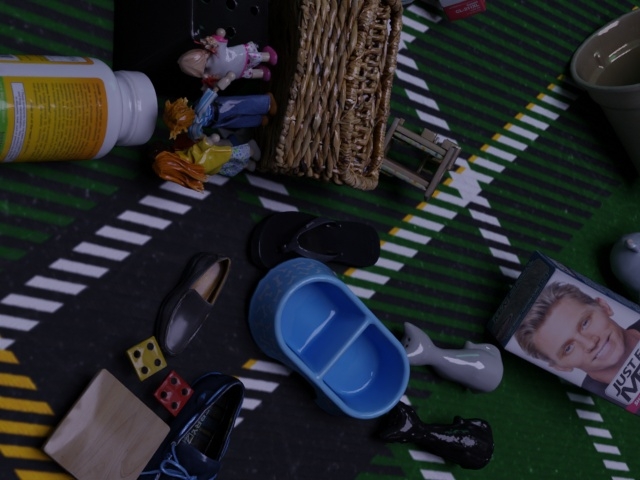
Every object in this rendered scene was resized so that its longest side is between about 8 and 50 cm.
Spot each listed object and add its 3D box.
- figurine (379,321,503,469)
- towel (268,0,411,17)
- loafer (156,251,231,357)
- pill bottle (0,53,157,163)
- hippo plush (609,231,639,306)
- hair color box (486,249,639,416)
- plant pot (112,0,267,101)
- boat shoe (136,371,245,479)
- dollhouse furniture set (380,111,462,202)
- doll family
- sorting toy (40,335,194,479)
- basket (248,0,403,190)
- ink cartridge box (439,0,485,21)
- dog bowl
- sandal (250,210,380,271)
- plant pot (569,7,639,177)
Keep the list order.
[{"bbox_3d":[0.197,0.256,1.781,0.209,0.092,0.215,21,70,-30],"label":"figurine"},{"bbox_3d":[-0.006,-0.527,1.738,0.374,0.090,0.321,-11,88,-39],"label":"towel"},{"bbox_3d":[-0.181,0.088,1.517,0.062,0.061,0.170,35,64,-30],"label":"loafer"},{"bbox_3d":[-0.343,-0.170,1.380,0.245,0.136,0.136,-6,87,-39],"label":"pill bottle"},{"bbox_3d":[0.675,0.093,2.142,0.294,0.234,0.237,-24,78,3],"label":"hippo plush"},{"bbox_3d":[0.493,0.176,1.918,0.347,0.105,0.174,27,102,-18],"label":"hair color box"},{"bbox_3d":[-0.172,-0.313,1.520,0.188,0.167,0.188,7,79,-39],"label":"plant pot"},{"bbox_3d":[-0.184,0.295,1.466,0.109,0.089,0.258,31,65,-31],"label":"boat shoe"},{"bbox_3d":[0.134,-0.156,1.820,0.181,0.161,0.101,30,101,9],"label":"dollhouse furniture set"},{"bbox_3d":[-0.149,-0.154,1.453,0.163,0.263,0.118,-9,51,-35],"label":"doll family"},{"bbox_3d":[-0.285,0.256,1.419,0.132,0.046,0.275,47,58,-23],"label":"sorting toy"},{"bbox_3d":[0.037,-0.229,1.549,0.223,0.213,0.299,9,91,-18],"label":"basket"},{"bbox_3d":[0.227,-0.493,1.865,0.175,0.072,0.128,49,36,-49],"label":"ink cartridge box"},{"bbox_3d":[0.022,0.158,1.628,0.166,0.074,0.297,-48,113,-11],"label":"dog bowl"},{"bbox_3d":[0.000,-0.001,1.679,0.254,0.054,0.097,-3,85,-39],"label":"sandal"},{"bbox_3d":[0.712,-0.276,2.147,0.334,0.333,0.305,-50,125,-32],"label":"plant pot"}]
